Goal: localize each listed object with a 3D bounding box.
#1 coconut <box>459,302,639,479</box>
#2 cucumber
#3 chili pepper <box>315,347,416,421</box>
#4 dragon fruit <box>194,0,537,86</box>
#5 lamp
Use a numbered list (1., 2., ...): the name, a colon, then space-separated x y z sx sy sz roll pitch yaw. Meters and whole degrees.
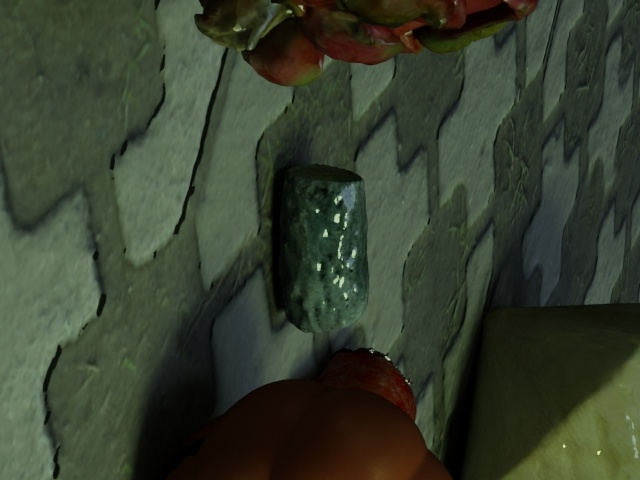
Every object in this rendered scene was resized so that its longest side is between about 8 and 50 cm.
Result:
1. coconut: 0.266 0.191 1.538 0.329 0.328 0.329 11 90 -68
2. cucumber: 0.000 0.002 1.068 0.064 0.064 0.112 -46 139 -53
3. chili pepper: 0.015 0.150 1.129 0.084 0.086 0.192 -66 177 29
4. dragon fruit: 0.013 -0.215 0.746 0.296 0.314 0.263 -50 163 -50
5. lamp: -0.005 0.173 0.967 0.164 0.187 0.188 -40 136 -61
